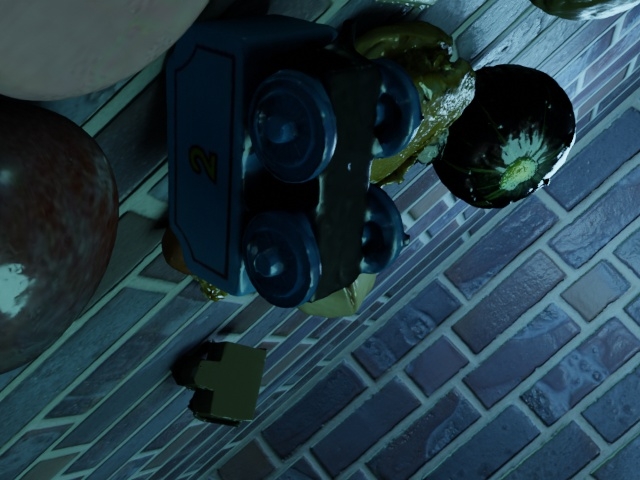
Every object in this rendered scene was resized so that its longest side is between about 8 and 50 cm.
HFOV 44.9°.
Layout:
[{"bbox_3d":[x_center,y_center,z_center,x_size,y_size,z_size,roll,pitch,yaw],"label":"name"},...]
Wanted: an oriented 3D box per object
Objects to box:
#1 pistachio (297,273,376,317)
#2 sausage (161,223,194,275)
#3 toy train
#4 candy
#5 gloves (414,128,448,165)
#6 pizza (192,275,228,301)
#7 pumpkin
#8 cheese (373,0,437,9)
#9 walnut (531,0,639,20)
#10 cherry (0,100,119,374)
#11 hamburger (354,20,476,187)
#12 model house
[{"bbox_3d":[0.000,0.000,1.322,0.193,0.214,0.318,-26,136,-10],"label":"pistachio"},{"bbox_3d":[-0.122,-0.062,1.080,0.259,0.113,0.113,-49,162,31],"label":"sausage"},{"bbox_3d":[-0.043,-0.092,0.843,0.188,0.265,0.300,-21,125,-43],"label":"toy train"},{"bbox_3d":[-0.173,-0.219,0.565,0.255,0.094,0.255,-36,163,-13],"label":"candy"},{"bbox_3d":[0.180,-0.190,1.451,0.114,0.070,0.153,10,151,-9],"label":"gloves"},{"bbox_3d":[-0.166,0.054,1.370,0.182,0.062,0.161,-21,156,-54],"label":"pizza"},{"bbox_3d":[0.347,-0.229,1.546,0.296,0.296,0.296,-37,164,-13],"label":"pumpkin"},{"bbox_3d":[0.066,-0.331,0.938,0.085,0.034,0.400,-45,164,32],"label":"cheese"},{"bbox_3d":[0.375,-0.418,1.057,0.282,0.228,0.283,-8,-179,0],"label":"walnut"},{"bbox_3d":[-0.296,0.004,0.668,0.285,0.213,0.236,-39,175,-43],"label":"cherry"},{"bbox_3d":[0.081,-0.181,1.134,0.318,0.158,0.319,-38,164,-13],"label":"hamburger"},{"bbox_3d":[-0.263,0.320,1.766,0.176,0.181,0.248,21,158,-28],"label":"model house"}]
